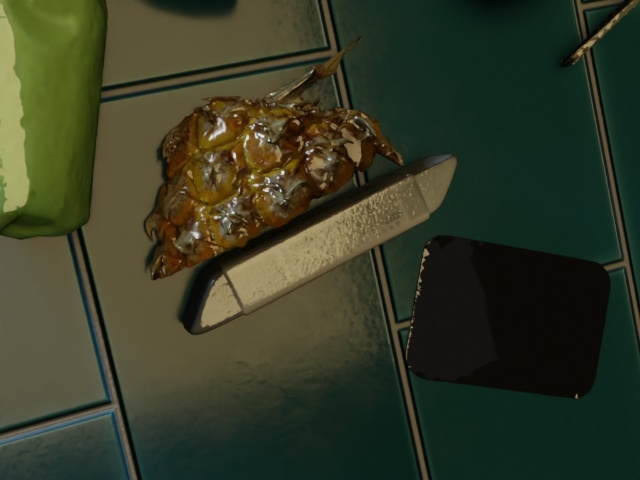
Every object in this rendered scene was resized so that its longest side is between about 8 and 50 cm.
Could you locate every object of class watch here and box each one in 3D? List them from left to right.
[{"bbox_3d":[0.450,-0.254,1.056,0.268,0.102,0.165,-39,103,-3],"label":"watch"}]

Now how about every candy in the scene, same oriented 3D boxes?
[{"bbox_3d":[-0.288,-0.172,0.823,0.142,0.132,0.344,2,91,-7],"label":"candy"}]

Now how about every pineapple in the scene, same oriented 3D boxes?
[{"bbox_3d":[-0.055,-0.096,0.877,0.334,0.161,0.158,-25,96,-11],"label":"pineapple"}]

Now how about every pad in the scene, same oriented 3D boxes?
[{"bbox_3d":[0.239,0.098,1.043,0.267,0.004,0.181,10,89,-15],"label":"pad"}]

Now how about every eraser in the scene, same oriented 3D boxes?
[{"bbox_3d":[0.000,0.000,0.929,0.351,0.089,0.061,-27,102,-14],"label":"eraser"}]
